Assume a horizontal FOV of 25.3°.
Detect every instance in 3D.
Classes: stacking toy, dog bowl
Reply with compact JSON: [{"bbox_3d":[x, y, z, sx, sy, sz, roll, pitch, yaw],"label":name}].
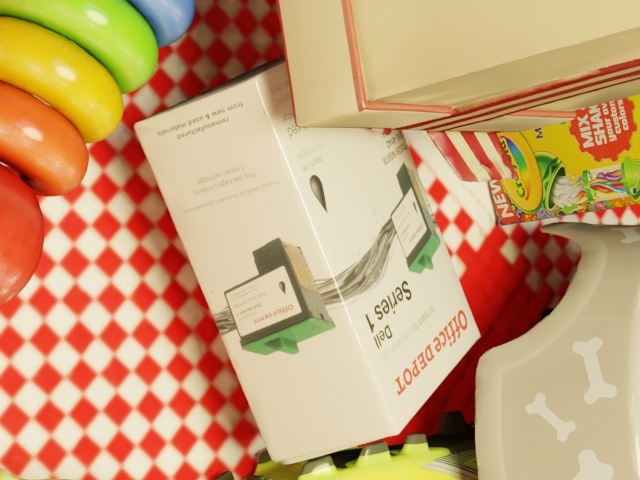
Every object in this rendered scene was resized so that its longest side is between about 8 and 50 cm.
[{"bbox_3d":[-0.140,-0.108,0.789,0.141,0.141,0.330,32,72,-29],"label":"stacking toy"},{"bbox_3d":[0.236,0.148,0.970,0.349,0.102,0.348,21,64,-51],"label":"dog bowl"}]

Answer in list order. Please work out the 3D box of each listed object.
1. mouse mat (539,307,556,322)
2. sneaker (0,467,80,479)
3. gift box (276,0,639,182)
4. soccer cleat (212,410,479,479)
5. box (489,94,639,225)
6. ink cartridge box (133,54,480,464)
[{"bbox_3d":[0.228,0.145,1.096,0.153,0.007,0.189,1,84,-36],"label":"mouse mat"},{"bbox_3d":[-0.233,0.135,0.672,0.385,0.145,0.147,2,83,-38],"label":"sneaker"},{"bbox_3d":[0.122,-0.176,0.782,0.276,0.258,0.255,4,78,-52],"label":"gift box"},{"bbox_3d":[0.050,0.179,0.907,0.289,0.093,0.121,-5,89,-37],"label":"soccer cleat"},{"bbox_3d":[0.245,-0.180,0.979,0.177,0.279,0.290,-15,93,-37],"label":"box"},{"bbox_3d":[0.000,0.000,0.861,0.160,0.093,0.219,-38,108,-59],"label":"ink cartridge box"}]
